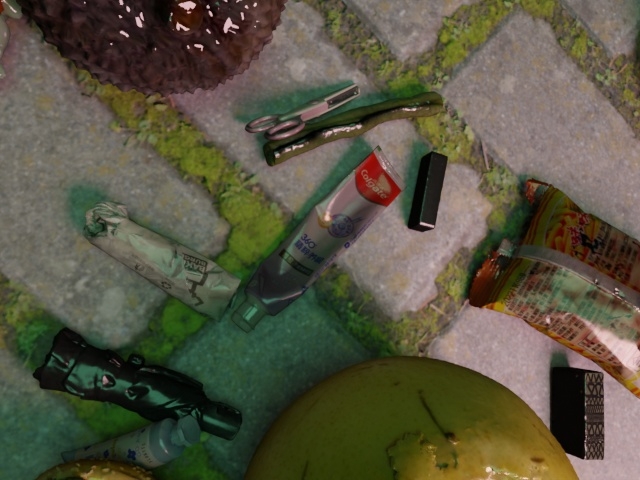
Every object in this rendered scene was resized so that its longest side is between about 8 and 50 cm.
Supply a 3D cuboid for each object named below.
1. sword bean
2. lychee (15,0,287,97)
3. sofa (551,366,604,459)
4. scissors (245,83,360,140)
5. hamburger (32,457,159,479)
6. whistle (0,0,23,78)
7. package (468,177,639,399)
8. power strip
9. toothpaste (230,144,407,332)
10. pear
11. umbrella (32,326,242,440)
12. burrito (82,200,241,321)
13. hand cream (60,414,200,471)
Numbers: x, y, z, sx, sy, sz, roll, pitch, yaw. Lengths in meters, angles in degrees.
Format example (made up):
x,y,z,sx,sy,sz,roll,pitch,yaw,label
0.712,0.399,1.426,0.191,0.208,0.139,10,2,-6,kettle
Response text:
x,y,z,sx,sy,sz,roll,pitch,yaw,label
0.050,-0.159,0.668,0.270,0.038,0.043,-20,95,-15,sword bean
-0.180,-0.299,0.515,0.301,0.300,0.299,1,84,-13,lychee
0.361,0.240,0.688,0.039,0.060,0.117,7,82,-21,sofa
-0.013,-0.173,0.649,0.176,0.085,0.022,-31,127,-27,scissors
-0.217,0.306,0.488,0.191,0.117,0.181,29,122,-15,hamburger
-0.392,-0.285,0.546,0.102,0.106,0.252,18,76,-53,whistle
0.378,0.060,0.680,0.288,0.108,0.223,31,72,2,package
0.150,-0.068,0.682,0.030,0.038,0.111,15,81,-13,power strip
0.000,0.000,0.636,0.075,0.048,0.301,44,74,-1,toothpaste
0.085,0.285,0.489,0.349,0.348,0.347,1,84,-13,pear
-0.202,0.176,0.563,0.236,0.059,0.066,27,99,-12,umbrella
-0.186,0.023,0.581,0.203,0.064,0.064,35,77,-8,burrito
-0.209,0.235,0.538,0.171,0.043,0.064,-26,89,16,hand cream
